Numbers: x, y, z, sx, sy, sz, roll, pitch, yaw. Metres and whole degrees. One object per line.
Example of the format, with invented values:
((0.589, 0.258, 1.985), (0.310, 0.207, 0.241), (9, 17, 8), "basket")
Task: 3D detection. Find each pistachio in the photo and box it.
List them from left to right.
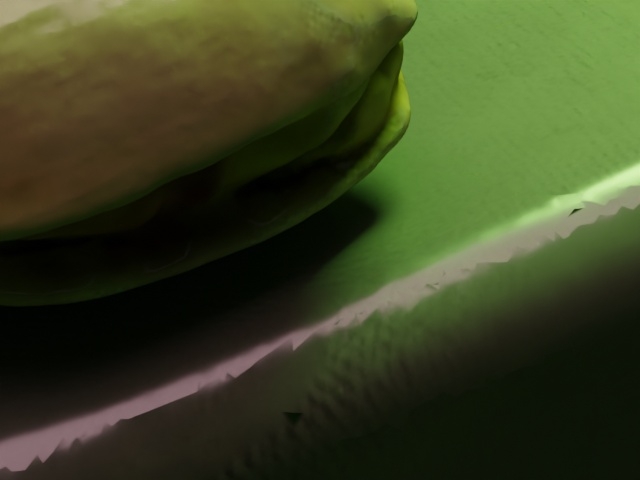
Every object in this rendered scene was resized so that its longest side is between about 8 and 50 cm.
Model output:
((-0.073, -0.053, 0.508), (0.200, 0.117, 0.145), (-19, 49, -2), "pistachio")

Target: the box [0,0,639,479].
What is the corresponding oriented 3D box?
((0.000, 0.000, 0.658), (0.344, 0.177, 0.352), (-21, 34, -12), "box")
